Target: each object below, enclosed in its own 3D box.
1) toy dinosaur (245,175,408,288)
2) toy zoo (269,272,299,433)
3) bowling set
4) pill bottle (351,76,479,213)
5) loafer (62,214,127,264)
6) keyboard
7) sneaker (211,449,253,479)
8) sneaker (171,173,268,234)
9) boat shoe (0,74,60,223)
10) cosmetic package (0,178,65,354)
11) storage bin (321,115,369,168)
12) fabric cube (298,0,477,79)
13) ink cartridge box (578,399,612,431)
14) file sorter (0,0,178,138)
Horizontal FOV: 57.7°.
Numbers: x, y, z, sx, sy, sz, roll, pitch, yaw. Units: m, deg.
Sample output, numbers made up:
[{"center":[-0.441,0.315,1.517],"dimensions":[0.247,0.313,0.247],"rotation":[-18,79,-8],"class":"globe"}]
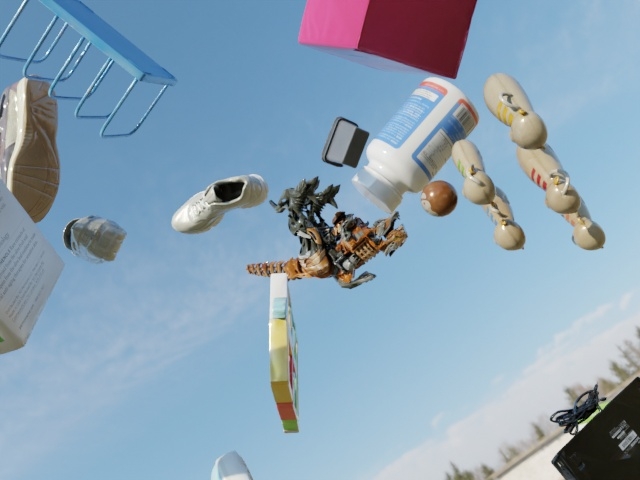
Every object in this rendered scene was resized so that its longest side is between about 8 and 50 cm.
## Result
[{"center":[0.000,0.000,1.141],"dimensions":[0.322,0.218,0.164],"rotation":[-18,-7,-3],"class":"toy dinosaur"},{"center":[-0.061,0.189,0.995],"dimensions":[0.030,0.192,0.293],"rotation":[-3,-35,1],"class":"toy zoo"},{"center":[0.245,-0.054,0.784],"dimensions":[0.200,0.154,0.287],"rotation":[-35,-59,22],"class":"bowling set"},{"center":[0.157,-0.158,0.996],"dimensions":[0.221,0.124,0.124],"rotation":[-49,-29,-3],"class":"pill bottle"},{"center":[-0.507,-0.010,1.287],"dimensions":[0.111,0.319,0.112],"rotation":[28,-105,-22],"class":"loafer"},{"center":[0.301,0.204,0.611],"dimensions":[0.192,0.100,0.038],"rotation":[-18,-27,-37],"class":"keyboard"},{"center":[-0.125,0.478,0.768],"dimensions":[0.150,0.365,0.135],"rotation":[-9,-20,-16],"class":"sneaker"},{"center":[-0.263,-0.096,1.402],"dimensions":[0.262,0.099,0.121],"rotation":[-26,-11,15],"class":"sneaker"},{"center":[-0.556,-0.166,1.086],"dimensions":[0.092,0.285,0.103],"rotation":[-6,-10,24],"class":"boat shoe"},{"center":[-0.454,-0.042,0.569],"dimensions":[0.197,0.155,0.365],"rotation":[-19,-56,9],"class":"cosmetic package"},{"center":[0.079,-0.261,1.606],"dimensions":[0.098,0.091,0.135],"rotation":[16,-79,-35],"class":"storage bin"},{"center":[0.143,-0.496,1.201],"dimensions":[0.254,0.258,0.259],"rotation":[8,-76,-29],"class":"fabric cube"},{"center":[0.439,0.296,0.667],"dimensions":[0.189,0.255,0.097],"rotation":[-26,-27,17],"class":"ink cartridge box"},{"center":[-0.297,-0.222,0.745],"dimensions":[0.104,0.170,0.118],"rotation":[-51,3,13],"class":"file sorter"}]
